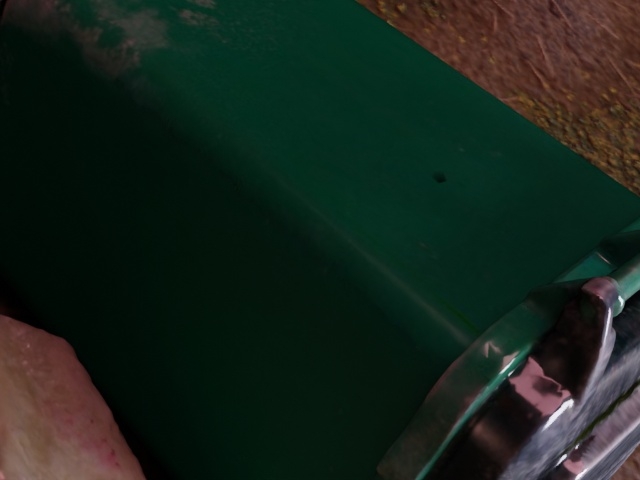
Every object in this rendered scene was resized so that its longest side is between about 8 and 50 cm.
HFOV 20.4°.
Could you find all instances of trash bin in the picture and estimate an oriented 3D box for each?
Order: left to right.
[{"bbox_3d":[0.000,0.000,0.937,0.381,0.295,0.259,41,40,14],"label":"trash bin"}]

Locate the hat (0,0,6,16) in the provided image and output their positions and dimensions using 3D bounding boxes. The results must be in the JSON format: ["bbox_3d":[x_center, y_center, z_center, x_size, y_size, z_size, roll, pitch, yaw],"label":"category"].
[{"bbox_3d":[-0.303,-0.144,0.927,0.285,0.285,0.400,41,12,4],"label":"hat"}]

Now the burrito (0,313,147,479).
[{"bbox_3d":[-0.142,0.136,0.846,0.348,0.107,0.175,52,20,8],"label":"burrito"}]
